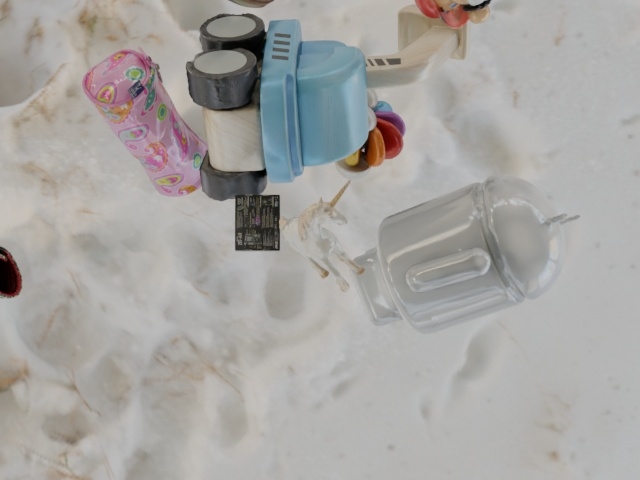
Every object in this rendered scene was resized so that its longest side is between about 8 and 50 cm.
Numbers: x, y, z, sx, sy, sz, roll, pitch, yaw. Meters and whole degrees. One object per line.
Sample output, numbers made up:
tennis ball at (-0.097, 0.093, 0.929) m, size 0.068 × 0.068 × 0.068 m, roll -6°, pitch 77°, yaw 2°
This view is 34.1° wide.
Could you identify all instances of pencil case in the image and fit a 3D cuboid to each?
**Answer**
pencil case at (-0.273, -0.188, 1.700) m, size 0.124 × 0.124 × 0.284 m, roll -44°, pitch 146°, yaw -11°

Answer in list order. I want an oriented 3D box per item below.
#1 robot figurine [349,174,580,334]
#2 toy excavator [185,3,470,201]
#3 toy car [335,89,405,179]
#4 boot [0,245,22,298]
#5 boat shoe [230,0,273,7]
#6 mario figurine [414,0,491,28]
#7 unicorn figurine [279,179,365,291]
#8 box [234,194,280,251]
robot figurine at (0.227, 0.022, 1.624) m, size 0.353 × 0.300 × 0.200 m, roll -21°, pitch 95°, yaw 22°
toy excavator at (0.033, -0.257, 1.705) m, size 0.445 × 0.433 × 0.222 m, roll -1°, pitch 124°, yaw 3°
toy car at (0.101, -0.216, 2.074) m, size 0.136 × 0.182 × 0.159 m, roll 5°, pitch 131°, yaw 1°
boot at (-0.601, 0.002, 1.727) m, size 0.085 × 0.178 × 0.236 m, roll -47°, pitch 126°, yaw -44°
boat shoe at (-0.181, -0.529, 1.796) m, size 0.324 × 0.120 × 0.123 m, roll 35°, pitch 48°, yaw -34°
mario figurine at (0.268, -0.396, 1.559) m, size 0.198 × 0.320 × 0.170 m, roll 11°, pitch 75°, yaw -29°
unicorn figurine at (0.000, 0.000, 1.118) m, size 0.111 × 0.162 × 0.060 m, roll 48°, pitch 63°, yaw -25°
box at (-0.092, -0.025, 1.528) m, size 0.067 × 0.018 × 0.083 m, roll -1°, pitch 85°, yaw -4°
